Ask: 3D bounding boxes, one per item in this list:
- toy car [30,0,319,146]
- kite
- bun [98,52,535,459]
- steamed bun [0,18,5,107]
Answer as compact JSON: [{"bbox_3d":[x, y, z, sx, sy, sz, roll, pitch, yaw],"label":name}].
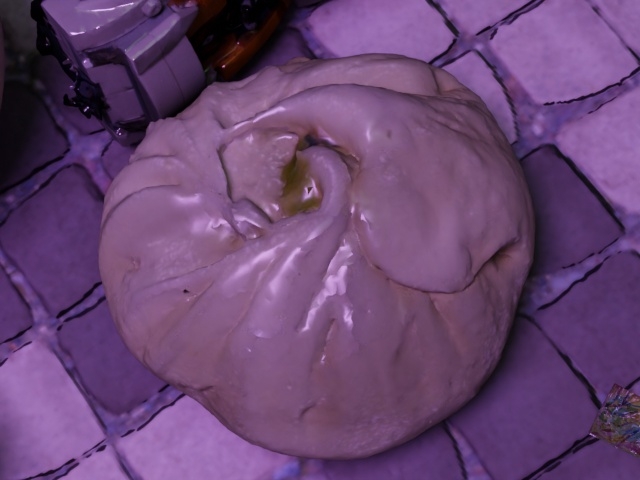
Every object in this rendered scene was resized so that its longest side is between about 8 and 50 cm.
[{"bbox_3d":[-0.039,-0.188,0.870,0.301,0.193,0.118,-37,71,-11],"label":"toy car"},{"bbox_3d":[0.199,0.109,0.849,0.078,0.002,0.044,7,71,6],"label":"kite"},{"bbox_3d":[0.000,0.000,0.819,0.259,0.160,0.259,-1,72,2],"label":"bun"},{"bbox_3d":[-0.334,-0.076,0.772,0.334,0.312,0.233,-16,80,-19],"label":"steamed bun"}]
